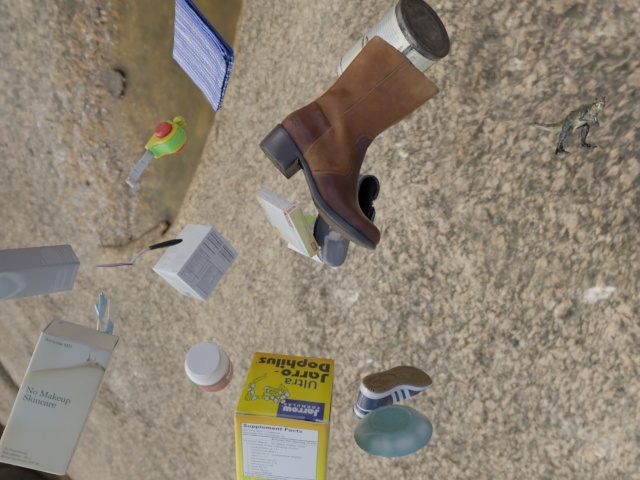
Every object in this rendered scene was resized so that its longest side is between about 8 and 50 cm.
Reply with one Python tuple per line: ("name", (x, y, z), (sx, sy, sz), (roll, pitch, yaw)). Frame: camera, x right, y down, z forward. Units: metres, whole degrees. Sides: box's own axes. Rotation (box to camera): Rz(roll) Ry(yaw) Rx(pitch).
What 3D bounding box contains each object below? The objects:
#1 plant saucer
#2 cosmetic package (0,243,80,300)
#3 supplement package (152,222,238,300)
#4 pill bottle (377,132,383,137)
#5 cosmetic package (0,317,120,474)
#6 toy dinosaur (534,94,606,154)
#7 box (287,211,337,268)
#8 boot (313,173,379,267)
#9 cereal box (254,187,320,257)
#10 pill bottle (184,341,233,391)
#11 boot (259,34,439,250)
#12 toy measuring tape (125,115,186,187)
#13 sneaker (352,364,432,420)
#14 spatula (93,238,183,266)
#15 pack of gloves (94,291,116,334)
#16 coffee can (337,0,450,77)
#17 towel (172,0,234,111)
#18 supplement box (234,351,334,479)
("plant saucer", (0.174, 0.450, 1.208), (0.195, 0.195, 0.038), (1, 107, 38))
("cosmetic package", (-0.876, 0.095, 1.501), (0.107, 0.238, 0.127), (47, 119, 29))
("supplement package", (-0.543, 0.090, 2.167), (0.199, 0.263, 0.198), (7, 145, 42))
("pill bottle", (0.091, -0.293, 1.085), (0.078, 0.078, 0.137), (-21, 116, 41))
("cosmetic package", (-0.600, 0.356, 1.140), (0.160, 0.113, 0.310), (20, 94, -15))
("toy dinosaur", (0.659, -0.290, 1.293), (0.268, 0.064, 0.118), (166, 101, -77))
("box", (0.000, 0.000, 1.826), (0.203, 0.114, 0.103), (25, 128, 7))
("boot", (0.071, -0.045, 1.430), (0.223, 0.118, 0.338), (-132, 41, -61))
("cereal box", (-0.104, -0.059, 1.533), (0.240, 0.047, 0.173), (32, 153, 52))
("pill bottle", (-0.321, 0.362, 1.425), (0.121, 0.121, 0.216), (44, 161, 16))
("boot", (0.084, -0.158, 0.819), (0.280, 0.096, 0.264), (-42, 80, -4))
("toy measuring tape", (-0.588, -0.332, 1.823), (0.121, 0.330, 0.121), (23, 157, 10))
("sneaker", (0.220, 0.487, 1.548), (0.099, 0.282, 0.153), (43, 122, 47))
("spatula", (-0.562, 0.041, 1.571), (0.084, 0.296, 0.030), (1, 110, 42))
("pack of gloves", (-0.936, 0.351, 2.119), (0.195, 0.046, 0.232), (98, 166, -60))
("coffee can", (0.211, -0.551, 1.468), (0.275, 0.201, 0.202), (-29, 89, 47))
("towel", (-0.366, -0.556, 1.491), (0.243, 0.040, 0.336), (51, 158, -1))
("supplement box", (-0.076, 0.461, 1.132), (0.194, 0.195, 0.357), (5, 117, 3))
